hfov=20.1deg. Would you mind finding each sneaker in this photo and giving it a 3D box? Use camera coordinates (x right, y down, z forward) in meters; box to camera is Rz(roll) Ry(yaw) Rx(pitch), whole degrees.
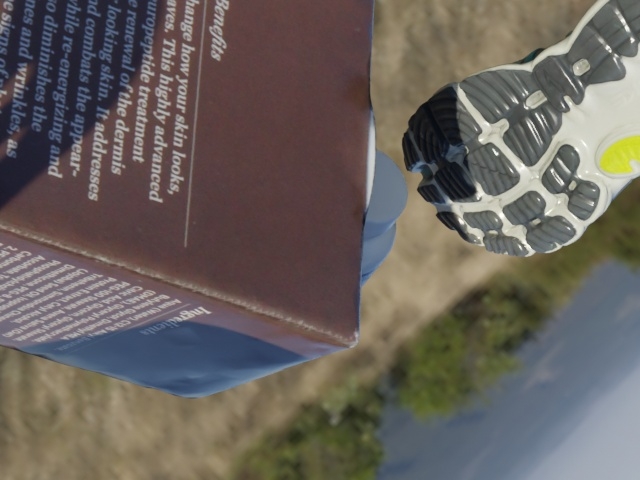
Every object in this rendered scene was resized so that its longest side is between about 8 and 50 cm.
[{"bbox_3d":[0.153,-0.074,0.952,0.275,0.107,0.110,-28,-175,47],"label":"sneaker"}]

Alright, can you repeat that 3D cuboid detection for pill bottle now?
[{"bbox_3d":[0.000,0.000,0.969,0.067,0.067,0.120,-38,171,-38],"label":"pill bottle"}]

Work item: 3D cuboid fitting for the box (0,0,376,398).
[{"bbox_3d":[-0.160,-0.075,0.761,0.381,0.191,0.143,20,152,-34],"label":"box"}]
